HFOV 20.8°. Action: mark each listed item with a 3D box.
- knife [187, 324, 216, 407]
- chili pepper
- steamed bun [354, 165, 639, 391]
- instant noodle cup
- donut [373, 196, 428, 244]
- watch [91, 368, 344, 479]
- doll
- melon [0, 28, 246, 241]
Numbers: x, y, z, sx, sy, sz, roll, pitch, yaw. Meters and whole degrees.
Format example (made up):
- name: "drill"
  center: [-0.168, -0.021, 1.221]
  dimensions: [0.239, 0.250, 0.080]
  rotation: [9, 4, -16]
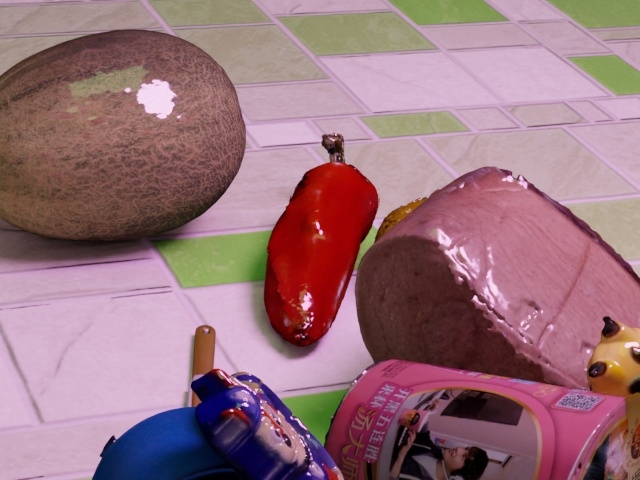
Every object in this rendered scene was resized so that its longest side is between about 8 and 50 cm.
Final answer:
- name: "knife"
  center: [-0.110, 0.150, 1.743]
  dimensions: [0.046, 0.022, 0.256]
  rotation: [8, 27, -6]
- name: "chili pepper"
  center: [0.000, 0.000, 1.978]
  dimensions: [0.110, 0.110, 0.387]
  rotation: [9, 32, 7]
- name: "steamed bun"
  center: [0.181, 0.094, 1.715]
  dimensions: [0.301, 0.199, 0.251]
  rotation: [46, 36, 5]
- name: "instant noodle cup"
  center: [0.144, 0.207, 1.486]
  dimensions: [0.255, 0.244, 0.244]
  rotation: [15, 27, 34]
- name: "donut"
  center: [0.181, 0.021, 1.970]
  dimensions: [0.272, 0.107, 0.272]
  rotation: [5, 25, -2]
- name: "watch"
  center: [-0.091, 0.214, 1.418]
  dimensions: [0.196, 0.200, 0.171]
  rotation: [45, 6, -26]
- name: "doll"
  center: [0.346, 0.167, 1.592]
  dimensions: [0.291, 0.117, 0.086]
  rotation: [35, -19, -28]
- name: "melon"
  center: [-0.246, -0.118, 2.003]
  dimensions: [0.329, 0.248, 0.248]
  rotation: [-10, 31, -23]
